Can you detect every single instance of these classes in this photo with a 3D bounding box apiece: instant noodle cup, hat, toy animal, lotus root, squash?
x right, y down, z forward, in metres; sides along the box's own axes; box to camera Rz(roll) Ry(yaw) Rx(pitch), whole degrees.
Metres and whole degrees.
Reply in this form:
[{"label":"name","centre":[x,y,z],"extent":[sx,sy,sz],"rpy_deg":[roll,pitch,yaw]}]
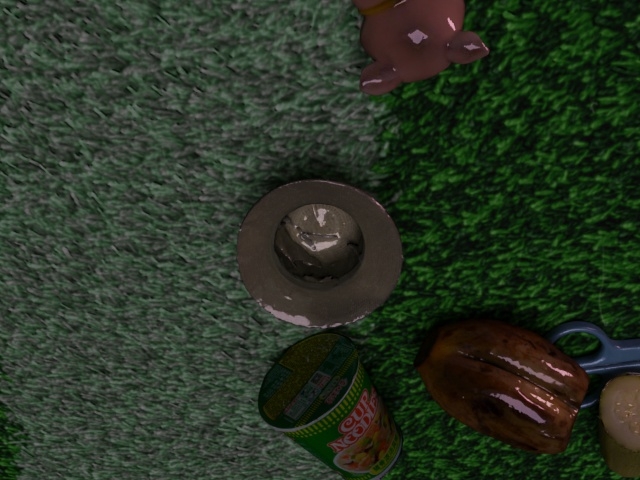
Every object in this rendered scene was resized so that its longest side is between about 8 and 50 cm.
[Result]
[{"label":"instant noodle cup","centre":[0.034,0.313,1.154],"extent":[0.207,0.207,0.232],"rpy_deg":[-27,121,16]},{"label":"hat","centre":[0.000,0.000,1.009],"extent":[0.258,0.130,0.257],"rpy_deg":[1,117,3]},{"label":"toy animal","centre":[0.104,-0.330,0.830],"extent":[0.165,0.149,0.247],"rpy_deg":[-17,105,28]},{"label":"lotus root","centre":[0.307,0.232,1.087],"extent":[0.291,0.193,0.193],"rpy_deg":[22,118,13]},{"label":"squash","centre":[0.562,0.378,1.171],"extent":[0.138,0.137,0.287],"rpy_deg":[-6,131,6]}]

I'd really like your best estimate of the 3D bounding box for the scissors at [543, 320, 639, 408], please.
[{"label":"scissors","centre":[0.618,0.200,1.135],"extent":[0.448,0.029,0.192],"rpy_deg":[-11,117,9]}]
